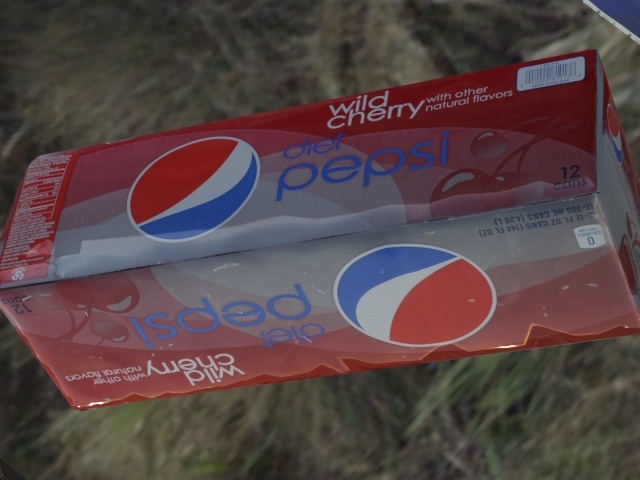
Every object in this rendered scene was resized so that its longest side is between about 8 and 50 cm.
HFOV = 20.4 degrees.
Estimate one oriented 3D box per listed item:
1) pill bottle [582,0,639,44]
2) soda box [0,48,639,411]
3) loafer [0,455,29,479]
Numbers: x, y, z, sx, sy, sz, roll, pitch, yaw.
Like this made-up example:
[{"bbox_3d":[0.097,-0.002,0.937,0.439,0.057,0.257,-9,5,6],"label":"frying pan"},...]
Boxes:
[{"bbox_3d":[0.168,-0.165,0.793,0.264,0.153,0.153,37,122,4],"label":"pill bottle"},{"bbox_3d":[0.000,0.000,0.752,0.263,0.083,0.092,-9,137,18],"label":"soda box"},{"bbox_3d":[-0.226,0.163,0.967,0.134,0.130,0.366,-31,116,-2],"label":"loafer"}]
